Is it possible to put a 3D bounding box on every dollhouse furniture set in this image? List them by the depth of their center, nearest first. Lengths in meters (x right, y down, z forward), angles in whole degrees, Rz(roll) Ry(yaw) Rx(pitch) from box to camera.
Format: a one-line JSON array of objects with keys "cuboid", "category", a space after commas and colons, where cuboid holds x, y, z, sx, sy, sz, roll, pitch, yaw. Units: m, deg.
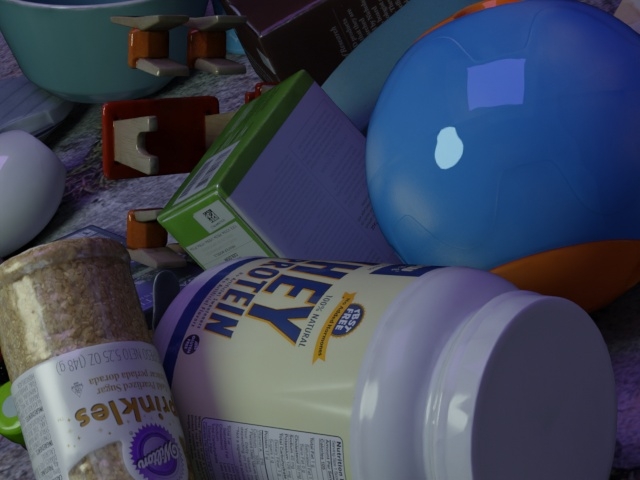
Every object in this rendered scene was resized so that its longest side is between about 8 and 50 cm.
[{"cuboid": [-0.127, -0.115, 1.940, 0.259, 0.262, 0.135, -6, 11, -40], "category": "dollhouse furniture set"}]

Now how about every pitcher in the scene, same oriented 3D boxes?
[{"cuboid": [-0.411, -0.031, 2.143, 0.207, 0.125, 0.178, -52, 26, -17], "category": "pitcher"}]

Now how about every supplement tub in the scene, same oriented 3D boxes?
[{"cuboid": [0.044, 0.134, 1.409, 0.325, 0.235, 0.235, 2, 41, 40], "category": "supplement tub"}]

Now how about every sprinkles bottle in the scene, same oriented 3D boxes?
[{"cuboid": [-0.154, 0.178, 1.338, 0.121, 0.121, 0.355, -22, 72, 8], "category": "sprinkles bottle"}]

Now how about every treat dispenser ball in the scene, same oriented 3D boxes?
[{"cuboid": [0.182, -0.071, 1.565, 0.288, 0.288, 0.288, -19, 31, 12], "category": "treat dispenser ball"}]

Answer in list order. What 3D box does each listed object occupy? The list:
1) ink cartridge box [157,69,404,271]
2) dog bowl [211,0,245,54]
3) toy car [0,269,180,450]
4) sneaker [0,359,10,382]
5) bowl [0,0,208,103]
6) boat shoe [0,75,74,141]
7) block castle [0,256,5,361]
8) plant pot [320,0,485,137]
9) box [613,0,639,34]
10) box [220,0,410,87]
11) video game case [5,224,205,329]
[{"cuboid": [0.000, 0.000, 1.671, 0.097, 0.255, 0.189, -26, 22, 44], "category": "ink cartridge box"}, {"cuboid": [-0.010, -0.349, 2.355, 0.297, 0.074, 0.166, -24, 30, 4], "category": "dog bowl"}, {"cuboid": [-0.159, 0.121, 1.519, 0.149, 0.155, 0.188, 20, 73, 32], "category": "toy car"}, {"cuboid": [-0.339, 0.113, 1.919, 0.170, 0.051, 0.089, -7, 39, 35], "category": "sneaker"}, {"cuboid": [-0.282, -0.286, 2.331, 0.312, 0.163, 0.311, -2, 28, 1], "category": "bowl"}, {"cuboid": [-0.422, -0.124, 2.298, 0.109, 0.094, 0.302, 20, 35, 20], "category": "boat shoe"}, {"cuboid": [-0.457, 0.188, 1.613, 0.453, 0.213, 0.303, -33, 15, 27], "category": "block castle"}, {"cuboid": [0.103, -0.130, 1.849, 0.234, 0.165, 0.165, -35, 30, -1], "category": "plant pot"}, {"cuboid": [0.381, -0.206, 1.764, 0.121, 0.148, 0.311, -3, 36, 36], "category": "box"}, {"cuboid": [0.086, -0.313, 2.165, 0.381, 0.143, 0.191, -28, 31, -5], "category": "box"}, {"cuboid": [-0.256, 0.053, 1.924, 0.196, 0.026, 0.274, -26, 27, -31], "category": "video game case"}]
